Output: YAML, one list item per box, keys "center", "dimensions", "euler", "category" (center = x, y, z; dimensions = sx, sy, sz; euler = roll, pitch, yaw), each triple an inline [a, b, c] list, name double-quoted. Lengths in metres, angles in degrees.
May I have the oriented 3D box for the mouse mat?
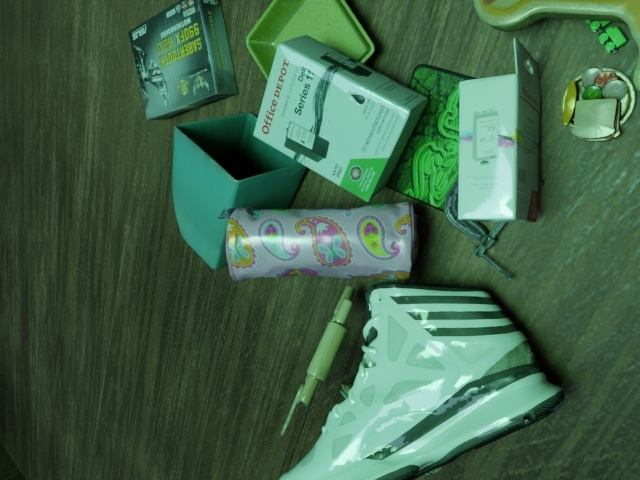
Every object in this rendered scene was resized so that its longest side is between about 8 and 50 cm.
- center: [0.172, -0.139, 0.728]
  dimensions: [0.153, 0.007, 0.189]
  euler: [28, 119, 30]
  category: "mouse mat"

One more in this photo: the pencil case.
- center: [0.000, 0.000, 0.761]
  dimensions: [0.285, 0.124, 0.124]
  euler: [0, 103, 11]
  category: "pencil case"

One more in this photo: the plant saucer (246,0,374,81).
- center: [-0.013, -0.305, 0.807]
  dimensions: [0.188, 0.045, 0.188]
  euler: [-38, 77, 38]
  category: "plant saucer"

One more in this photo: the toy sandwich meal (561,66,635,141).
- center: [0.315, -0.156, 0.591]
  dimensions: [0.086, 0.029, 0.085]
  euler: [11, 109, 37]
  category: "toy sandwich meal"

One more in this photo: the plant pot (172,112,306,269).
- center: [-0.161, -0.074, 0.918]
  dimensions: [0.165, 0.166, 0.234]
  euler: [41, 131, 24]
  category: "plant pot"

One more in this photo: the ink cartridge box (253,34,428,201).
- center: [0.022, -0.177, 0.740]
  dimensions: [0.209, 0.087, 0.153]
  euler: [31, 127, 12]
  category: "ink cartridge box"

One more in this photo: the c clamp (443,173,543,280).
- center: [0.237, -0.048, 0.688]
  dimensions: [0.137, 0.022, 0.160]
  euler: [38, 122, 27]
  category: "c clamp"

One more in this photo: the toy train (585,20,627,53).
- center: [0.313, -0.248, 0.577]
  dimensions: [0.024, 0.017, 0.083]
  euler: [-33, 80, 30]
  category: "toy train"

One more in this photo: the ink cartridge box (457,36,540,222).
- center: [0.213, -0.121, 0.607]
  dimensions: [0.067, 0.115, 0.197]
  euler: [2, 91, 34]
  category: "ink cartridge box"

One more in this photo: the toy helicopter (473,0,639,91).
- center: [0.323, -0.258, 0.489]
  dimensions: [0.355, 0.140, 0.234]
  euler: [18, 106, 34]
  category: "toy helicopter"

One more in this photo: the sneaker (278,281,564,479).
- center: [0.092, 0.221, 0.770]
  dimensions: [0.448, 0.169, 0.257]
  euler: [-35, 60, 19]
  category: "sneaker"

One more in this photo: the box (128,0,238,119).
- center: [-0.272, -0.348, 0.999]
  dimensions: [0.231, 0.056, 0.182]
  euler: [-4, 99, 40]
  category: "box"

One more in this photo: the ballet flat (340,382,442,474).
- center: [0.126, 0.291, 0.853]
  dimensions: [0.206, 0.073, 0.067]
  euler: [37, 96, 22]
  category: "ballet flat"

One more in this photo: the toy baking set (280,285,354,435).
- center: [0.002, 0.198, 0.826]
  dimensions: [0.030, 0.256, 0.196]
  euler: [24, 163, 6]
  category: "toy baking set"
